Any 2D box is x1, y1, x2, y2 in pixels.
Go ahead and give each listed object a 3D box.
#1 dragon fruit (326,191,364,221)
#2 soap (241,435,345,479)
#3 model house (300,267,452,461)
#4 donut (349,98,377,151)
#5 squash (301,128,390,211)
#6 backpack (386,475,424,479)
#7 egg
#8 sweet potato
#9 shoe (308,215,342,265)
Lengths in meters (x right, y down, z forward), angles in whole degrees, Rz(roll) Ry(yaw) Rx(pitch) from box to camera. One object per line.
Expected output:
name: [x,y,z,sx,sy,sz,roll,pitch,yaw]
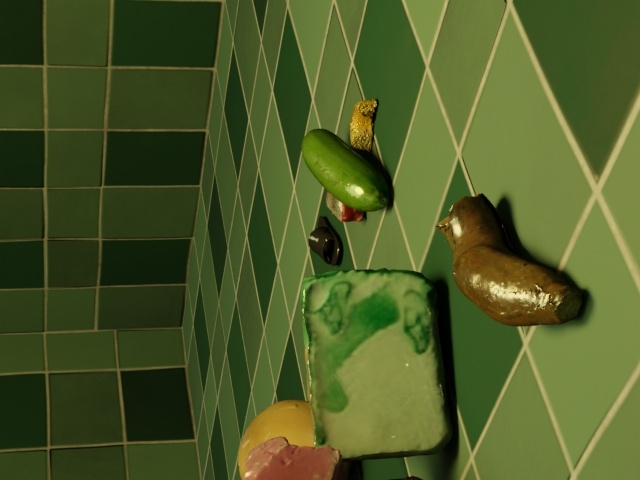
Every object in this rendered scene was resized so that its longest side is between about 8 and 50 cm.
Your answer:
dragon fruit: [0.047,-0.071,2.071,0.083,0.056,0.060,-125,34,-59]
soap: [-0.051,0.450,1.648,0.359,0.128,0.233,85,-158,-50]
model house: [0.076,0.186,1.802,0.325,0.194,0.267,89,176,-83]
donut: [0.071,-0.195,1.998,0.083,0.038,0.067,111,157,-61]
squash: [0.031,-0.120,2.010,0.292,0.082,0.082,-133,43,-56]
backpack: [0.106,0.454,1.588,0.317,0.197,0.283,-54,-26,-78]
egg: [-0.041,0.389,2.172,0.244,0.201,0.201,6,97,64]
sweet potato: [0.204,0.031,1.373,0.286,0.085,0.112,-126,42,-66]
shoe: [0.000,0.000,2.278,0.159,0.053,0.062,-113,29,-63]
